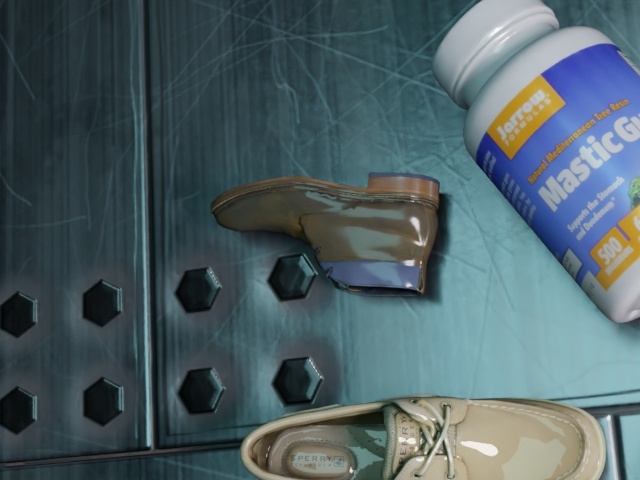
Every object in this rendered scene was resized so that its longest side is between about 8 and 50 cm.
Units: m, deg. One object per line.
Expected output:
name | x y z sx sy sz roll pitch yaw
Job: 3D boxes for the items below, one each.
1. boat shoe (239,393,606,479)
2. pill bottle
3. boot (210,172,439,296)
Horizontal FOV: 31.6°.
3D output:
boat shoe | 0.082 0.179 0.947 0.302 0.098 0.109 -5 67 18
pill bottle | 0.215 -0.079 0.938 0.152 0.152 0.272 -40 69 7
boot | 0.000 0.000 1.036 0.219 0.082 0.106 -4 74 17
